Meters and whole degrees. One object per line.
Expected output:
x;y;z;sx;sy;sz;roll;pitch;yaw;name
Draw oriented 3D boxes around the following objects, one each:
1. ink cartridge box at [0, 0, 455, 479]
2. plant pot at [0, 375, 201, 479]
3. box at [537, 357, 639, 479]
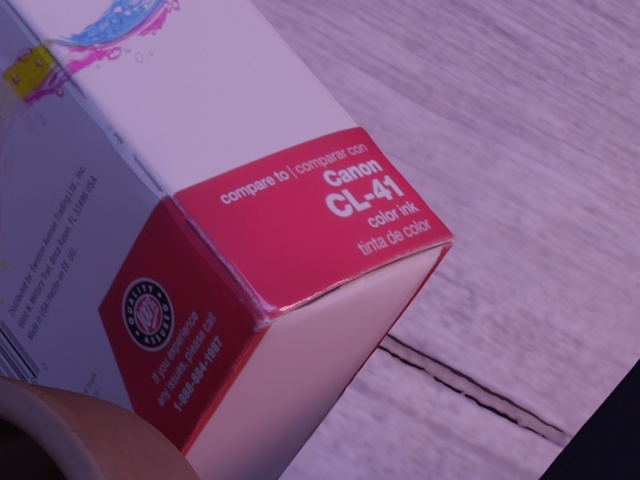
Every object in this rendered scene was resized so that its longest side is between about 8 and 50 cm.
-0.114;-0.028;0.866;0.131;0.226;0.306;-21;65;-41;ink cartridge box
-0.060;0.197;0.708;0.229;0.263;0.263;16;44;-41;plant pot
0.305;0.236;0.805;0.395;0.212;0.293;19;38;-19;box
